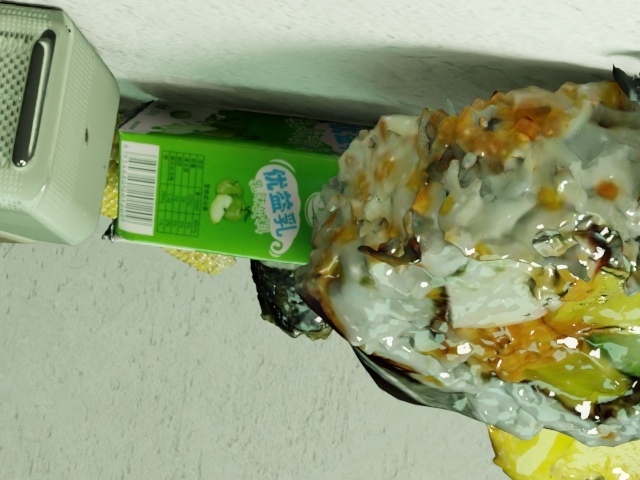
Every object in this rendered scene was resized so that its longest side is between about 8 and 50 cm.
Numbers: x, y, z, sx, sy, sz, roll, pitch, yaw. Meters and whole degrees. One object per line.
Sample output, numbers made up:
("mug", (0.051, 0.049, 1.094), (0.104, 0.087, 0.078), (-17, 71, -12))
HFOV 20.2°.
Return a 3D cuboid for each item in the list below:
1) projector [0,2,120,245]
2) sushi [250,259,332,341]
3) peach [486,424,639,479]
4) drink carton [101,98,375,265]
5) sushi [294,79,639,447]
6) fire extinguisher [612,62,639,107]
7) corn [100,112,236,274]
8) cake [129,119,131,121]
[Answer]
("projector", (-0.260, -0.088, 1.373), (0.177, 0.163, 0.242), (9, 174, 5))
("sushi", (0.000, 0.000, 1.761), (0.147, 0.115, 0.212), (15, -138, 22))
("peach", (0.283, 0.112, 1.806), (0.281, 0.338, 0.281), (19, -175, -2))
("drink carton", (-0.046, -0.049, 1.600), (0.271, 0.108, 0.161), (8, -164, 7))
("sushi", (0.183, 0.020, 1.340), (0.417, 0.176, 0.417), (8, 152, 4))
("fire extinguisher", (0.272, -0.089, 1.141), (0.177, 0.050, 0.062), (8, -146, 10))
("corn", (-0.177, -0.056, 1.734), (0.244, 0.093, 0.093), (36, 161, -31))
("cake", (-0.205, -0.100, 1.853), (0.116, 0.079, 0.185), (-7, 162, 16))
